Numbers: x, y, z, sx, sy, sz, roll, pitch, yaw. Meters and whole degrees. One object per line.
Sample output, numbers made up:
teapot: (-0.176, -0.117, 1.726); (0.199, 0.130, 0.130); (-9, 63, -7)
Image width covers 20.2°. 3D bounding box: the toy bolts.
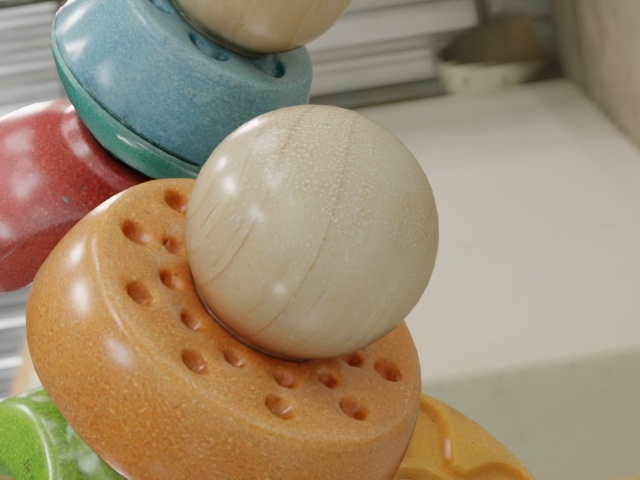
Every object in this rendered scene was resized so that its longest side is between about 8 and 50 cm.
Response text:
toy bolts: (0.000, 0.000, 0.523); (0.158, 0.218, 0.228); (-55, 41, 29)
